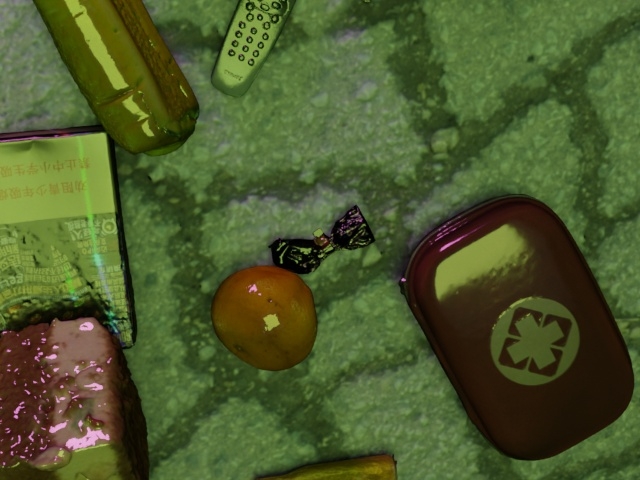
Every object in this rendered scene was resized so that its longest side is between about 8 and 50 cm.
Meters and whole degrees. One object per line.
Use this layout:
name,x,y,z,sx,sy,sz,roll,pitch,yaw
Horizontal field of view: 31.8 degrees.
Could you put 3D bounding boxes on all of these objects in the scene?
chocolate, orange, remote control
chocolate,0.006,0.367,1.675,0.219,0.085,0.085,-3,101,-7
orange,-0.074,0.105,1.580,0.159,0.159,0.136,45,63,-13
chocolate,0.002,0.003,1.620,0.147,0.070,0.072,-20,113,7
remote control,-0.086,-0.304,1.550,0.072,0.042,0.222,25,96,-12

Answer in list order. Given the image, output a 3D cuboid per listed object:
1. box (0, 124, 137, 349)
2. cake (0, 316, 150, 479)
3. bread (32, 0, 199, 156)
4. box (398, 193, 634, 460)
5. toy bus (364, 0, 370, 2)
box,-0.368,0.002,1.549,0.198,0.084,0.310,-6,102,-7
cake,-0.377,0.288,1.477,0.290,0.255,0.282,-10,132,-3
bread,-0.295,-0.279,1.471,0.112,0.166,0.383,-24,103,22
box,0.296,0.133,1.654,0.263,0.108,0.404,-30,104,-1
toy bus,0.182,-0.405,1.516,0.330,0.144,0.152,-5,102,-8
